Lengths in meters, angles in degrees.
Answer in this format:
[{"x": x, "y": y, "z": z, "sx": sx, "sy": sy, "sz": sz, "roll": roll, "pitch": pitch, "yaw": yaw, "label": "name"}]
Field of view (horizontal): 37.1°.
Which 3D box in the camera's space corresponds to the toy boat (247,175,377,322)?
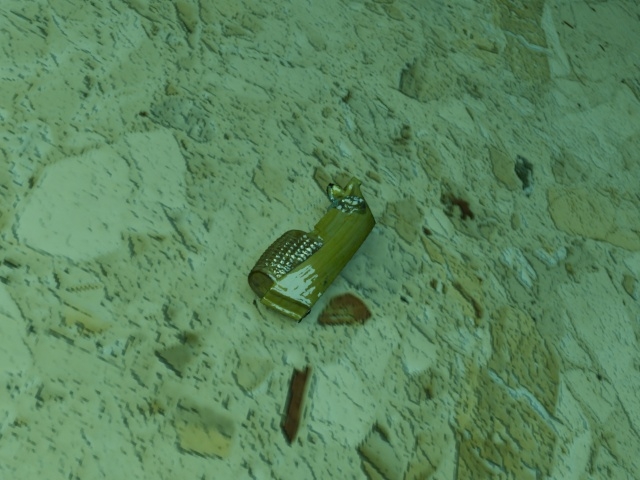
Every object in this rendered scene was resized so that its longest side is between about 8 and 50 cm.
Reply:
[{"x": 0.000, "y": 0.000, "z": 0.663, "sx": 0.049, "sy": 0.047, "sz": 0.149, "roll": 40, "pitch": 41, "yaw": 0, "label": "toy boat"}]
